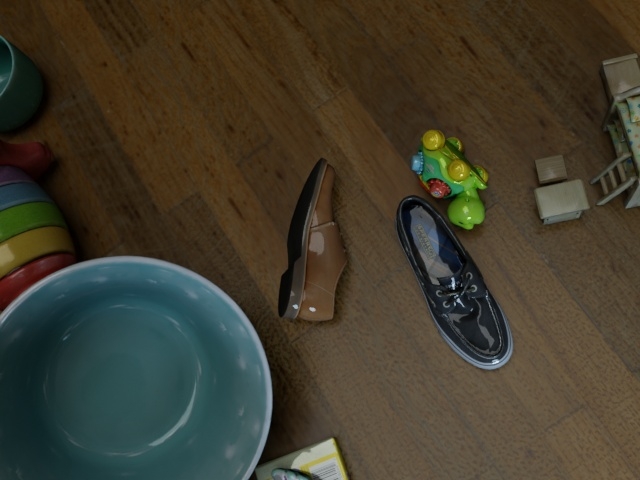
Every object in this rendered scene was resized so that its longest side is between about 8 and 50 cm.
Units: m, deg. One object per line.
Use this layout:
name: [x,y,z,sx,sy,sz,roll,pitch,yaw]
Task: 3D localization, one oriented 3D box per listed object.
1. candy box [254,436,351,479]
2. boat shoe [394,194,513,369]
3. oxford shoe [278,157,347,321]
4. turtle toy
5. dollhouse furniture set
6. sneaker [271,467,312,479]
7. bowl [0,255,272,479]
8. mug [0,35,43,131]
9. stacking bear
candy box: [0.005,0.343,0.828,0.105,0.027,0.206,-24,71,9]
boat shoe: [0.153,0.043,0.845,0.080,0.076,0.228,-25,71,6]
oxford shoe: [0.000,0.000,0.908,0.076,0.076,0.212,12,74,-15]
turtle toy: [0.158,-0.075,0.875,0.066,0.095,0.130,-43,68,22]
dollhouse furniture set: [0.316,-0.130,0.839,0.161,0.101,0.182,-13,73,10]
sneaker: [-0.019,0.301,0.809,0.098,0.038,0.069,18,78,17]
bowl: [-0.222,0.172,0.820,0.311,0.163,0.311,0,89,-16]
mug: [-0.482,-0.233,1.054,0.129,0.097,0.158,-40,70,1]
stacking bear: [-0.388,0.022,0.941,0.164,0.175,0.289,-37,79,10]
